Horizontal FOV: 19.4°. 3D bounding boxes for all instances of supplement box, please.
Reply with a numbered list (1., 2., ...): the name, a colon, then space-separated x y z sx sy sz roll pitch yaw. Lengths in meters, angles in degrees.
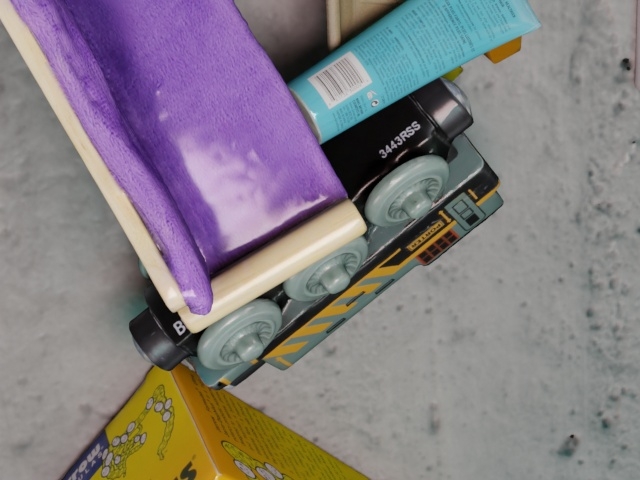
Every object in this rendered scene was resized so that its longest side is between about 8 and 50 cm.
1. supplement box: -0.045 0.295 1.646 0.356 0.195 0.194 34 101 -31

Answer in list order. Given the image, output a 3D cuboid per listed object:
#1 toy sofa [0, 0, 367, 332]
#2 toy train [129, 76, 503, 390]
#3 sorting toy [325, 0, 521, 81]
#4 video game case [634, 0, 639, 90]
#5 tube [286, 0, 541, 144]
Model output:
1. toy sofa: -0.119 -0.127 1.320 0.150 0.177 0.363 -30 93 -2
2. toy train: 0.000 0.000 1.527 0.334 0.142 0.190 -40 153 6
3. sorting toy: 0.091 -0.234 1.446 0.229 0.041 0.307 -29 146 -19
4. video game case: 0.409 -0.246 1.631 0.285 0.025 0.204 -12 120 -14
5. tube: 0.070 -0.149 1.431 0.207 0.052 0.080 -32 107 -12
